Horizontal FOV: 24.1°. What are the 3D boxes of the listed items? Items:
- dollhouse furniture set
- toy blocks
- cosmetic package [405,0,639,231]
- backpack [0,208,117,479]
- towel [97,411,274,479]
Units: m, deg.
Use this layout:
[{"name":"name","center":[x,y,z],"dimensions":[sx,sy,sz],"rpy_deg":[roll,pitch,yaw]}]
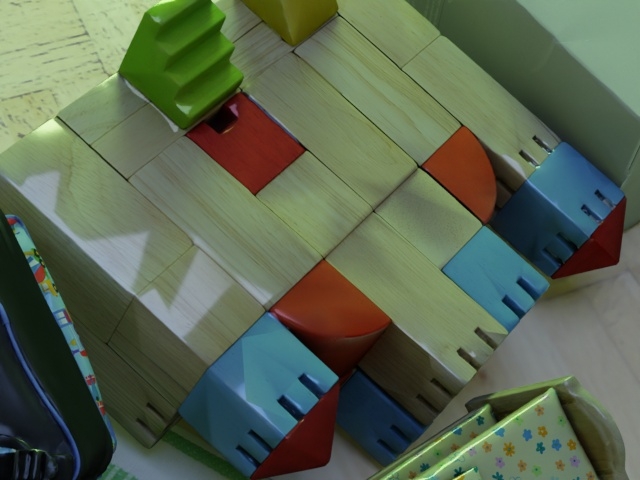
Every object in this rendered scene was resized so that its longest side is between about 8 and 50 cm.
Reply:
[{"name":"dollhouse furniture set","center":[0.069,0.177,0.691],"dimensions":[0.182,0.101,0.161],"rpy_deg":[-29,91,-29]},{"name":"toy blocks","center":[0.000,0.000,0.820],"dimensions":[0.261,0.191,0.381],"rpy_deg":[43,49,6]},{"name":"cosmetic package","center":[0.143,-0.127,0.945],"dimensions":[0.107,0.127,0.238],"rpy_deg":[-31,66,-27]},{"name":"backpack","center":[-0.194,0.075,0.647],"dimensions":[0.173,0.117,0.158],"rpy_deg":[-28,86,4]},{"name":"towel","center":[-0.157,0.173,0.684],"dimensions":[0.248,0.038,0.325],"rpy_deg":[28,37,11]}]
